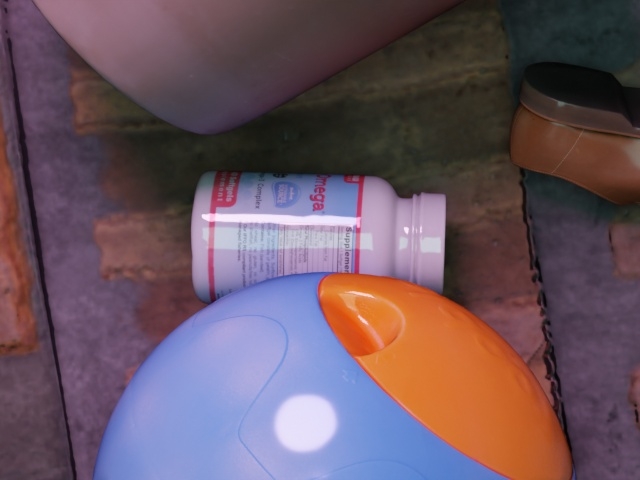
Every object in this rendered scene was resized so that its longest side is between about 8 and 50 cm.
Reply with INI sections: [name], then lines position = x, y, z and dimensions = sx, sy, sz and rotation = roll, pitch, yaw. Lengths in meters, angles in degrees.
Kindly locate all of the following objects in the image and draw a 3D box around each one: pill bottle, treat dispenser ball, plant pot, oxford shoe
[pill bottle]
position = 0.000, 0.000, 1.186
dimensions = 0.160, 0.087, 0.087
rotation = 2, 91, 3
[treat dispenser ball]
position = 0.008, 0.161, 1.087
dimensions = 0.288, 0.288, 0.288
rotation = 0, 91, 3
[plant pot]
position = -0.027, -0.221, 1.099
dimensions = 0.323, 0.323, 0.280
rotation = 46, 109, 2
[oxford shoe]
position = 0.225, -0.053, 1.192
dimensions = 0.212, 0.076, 0.076
rotation = 15, 122, 1
